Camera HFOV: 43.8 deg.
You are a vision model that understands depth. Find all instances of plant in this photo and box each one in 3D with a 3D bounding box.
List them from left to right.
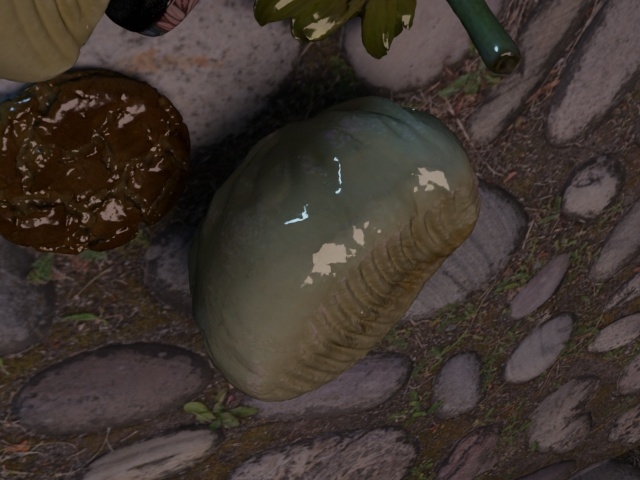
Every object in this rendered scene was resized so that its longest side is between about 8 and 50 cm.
[{"bbox_3d":[0.056,-0.281,0.680,0.261,0.297,0.306,35,124,-19],"label":"plant"}]

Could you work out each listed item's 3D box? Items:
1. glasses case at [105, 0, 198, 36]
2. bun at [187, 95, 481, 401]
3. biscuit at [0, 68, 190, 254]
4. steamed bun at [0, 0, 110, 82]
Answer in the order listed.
[{"bbox_3d":[-0.081,-0.305,0.596,0.082,0.122,0.321,14,119,-40],"label":"glasses case"},{"bbox_3d":[0.000,0.000,0.888,0.365,0.219,0.365,-35,156,-19],"label":"bun"},{"bbox_3d":[-0.229,-0.068,0.786,0.225,0.042,0.226,-22,139,-20],"label":"biscuit"},{"bbox_3d":[-0.227,-0.266,0.473,0.276,0.203,0.289,-48,154,-10],"label":"steamed bun"}]
